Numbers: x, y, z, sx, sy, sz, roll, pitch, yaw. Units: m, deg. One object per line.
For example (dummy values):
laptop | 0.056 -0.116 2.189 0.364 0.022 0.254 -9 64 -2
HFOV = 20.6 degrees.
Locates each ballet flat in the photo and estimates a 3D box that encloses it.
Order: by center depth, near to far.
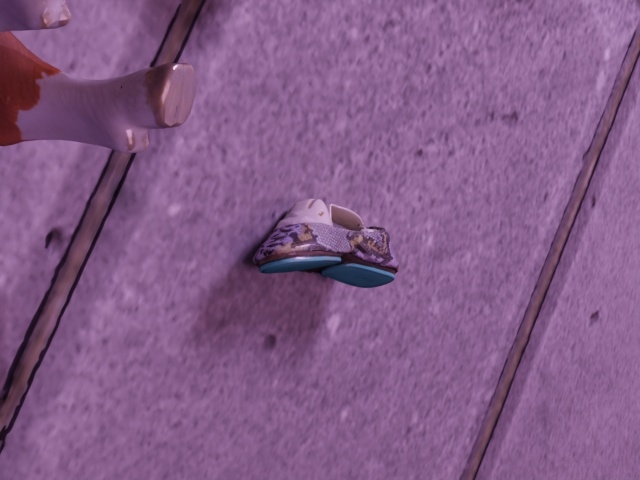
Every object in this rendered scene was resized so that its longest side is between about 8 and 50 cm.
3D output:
ballet flat | 0.000 0.000 0.864 0.114 0.041 0.041 11 94 -59

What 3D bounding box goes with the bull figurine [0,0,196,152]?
bull figurine | -0.114 -0.166 0.477 0.101 0.188 0.310 -29 133 -59
